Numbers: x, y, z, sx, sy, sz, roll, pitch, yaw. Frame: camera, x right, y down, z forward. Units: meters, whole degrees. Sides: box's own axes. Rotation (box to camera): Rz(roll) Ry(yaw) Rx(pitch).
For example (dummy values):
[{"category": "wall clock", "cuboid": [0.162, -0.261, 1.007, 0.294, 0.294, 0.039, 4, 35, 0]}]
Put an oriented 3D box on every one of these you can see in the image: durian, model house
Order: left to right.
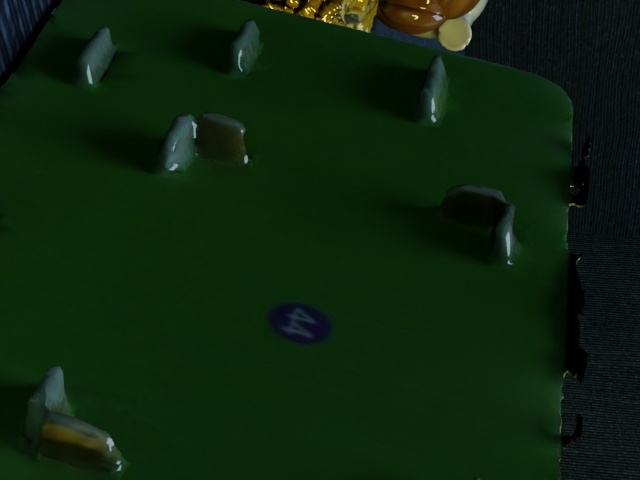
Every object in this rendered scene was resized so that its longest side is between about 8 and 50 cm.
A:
[{"category": "model house", "cuboid": [-0.052, 0.094, 0.631, 0.357, 0.242, 0.313, -77, -176, -54]}, {"category": "durian", "cuboid": [-0.017, -0.176, 1.048, 0.224, 0.078, 0.140, 106, -23, -80]}]

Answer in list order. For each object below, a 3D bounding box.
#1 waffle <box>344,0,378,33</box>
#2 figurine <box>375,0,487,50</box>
[{"category": "waffle", "cuboid": [0.030, -0.278, 1.358, 0.261, 0.056, 0.250, 85, 10, -69]}, {"category": "figurine", "cuboid": [0.118, -0.301, 1.685, 0.189, 0.142, 0.263, 62, 10, 2]}]
